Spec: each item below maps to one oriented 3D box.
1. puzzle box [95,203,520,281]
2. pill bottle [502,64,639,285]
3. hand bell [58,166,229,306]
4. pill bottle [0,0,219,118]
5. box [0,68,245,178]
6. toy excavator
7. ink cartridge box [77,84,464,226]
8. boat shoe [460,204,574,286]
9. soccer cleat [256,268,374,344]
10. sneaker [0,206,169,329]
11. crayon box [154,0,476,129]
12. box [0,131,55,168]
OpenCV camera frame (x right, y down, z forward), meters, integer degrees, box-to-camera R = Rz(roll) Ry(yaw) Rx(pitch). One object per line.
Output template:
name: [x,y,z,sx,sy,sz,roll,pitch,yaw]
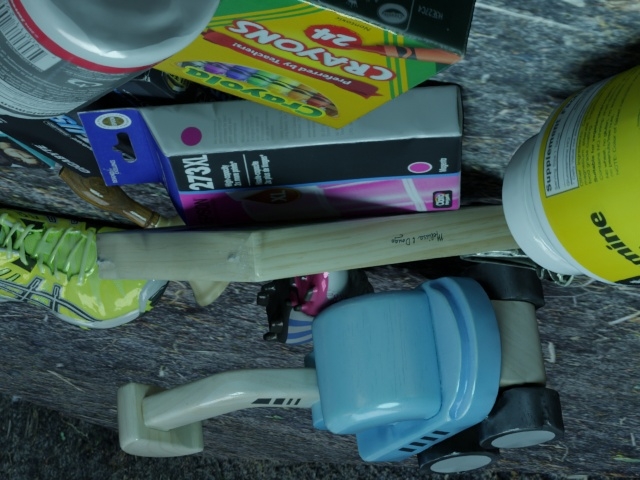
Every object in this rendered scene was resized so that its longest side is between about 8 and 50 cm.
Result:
puzzle box: [0.000,0.000,2.060,0.409,0.052,0.272,-6,-176,-40]
pill bottle: [0.301,-0.061,1.666,0.188,0.187,0.334,18,164,-21]
hand bell: [-0.218,-0.030,2.400,0.242,0.126,0.126,31,159,-19]
pill bottle: [-0.218,-0.198,1.588,0.176,0.176,0.318,19,164,-24]
box: [-0.212,-0.138,2.010,0.293,0.073,0.295,1,162,30]
toy excavator: [0.015,0.173,2.402,0.445,0.222,0.433,5,158,-28]
ink cartridge box: [-0.044,-0.081,1.912,0.371,0.069,0.175,-2,157,3]
boat shoe: [0.268,0.016,2.196,0.219,0.070,0.078,10,165,5]
soccer cleat: [0.011,0.053,2.506,0.143,0.116,0.331,-8,167,-14]
sneaker: [-0.379,0.031,2.615,0.385,0.145,0.147,2,163,28]
crayon box: [-0.023,-0.183,1.679,0.202,0.081,0.318,17,165,-18]
box: [-0.389,-0.150,2.116,0.101,0.060,0.244,4,163,27]
